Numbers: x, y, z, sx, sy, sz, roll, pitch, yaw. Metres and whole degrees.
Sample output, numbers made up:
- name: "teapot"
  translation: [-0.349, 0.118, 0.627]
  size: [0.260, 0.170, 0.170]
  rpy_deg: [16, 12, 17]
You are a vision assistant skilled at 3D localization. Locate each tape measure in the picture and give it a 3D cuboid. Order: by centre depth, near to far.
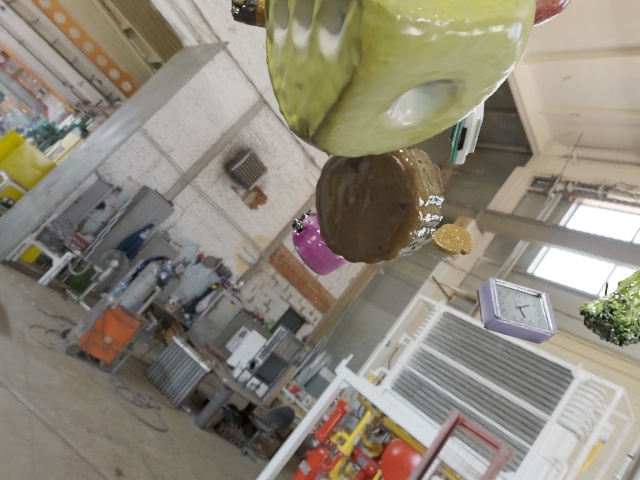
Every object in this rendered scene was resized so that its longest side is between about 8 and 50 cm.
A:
- name: "tape measure"
  translation: [0.000, 0.000, 1.577]
  size: [0.245, 0.149, 0.231]
  rpy_deg: [51, 16, -7]

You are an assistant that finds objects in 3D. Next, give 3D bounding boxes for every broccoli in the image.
- name: "broccoli"
  translation: [0.855, 0.146, 1.169]
  size: [0.146, 0.304, 0.165]
  rpy_deg: [40, 1, 8]

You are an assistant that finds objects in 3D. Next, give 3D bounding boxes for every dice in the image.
- name: "dice"
  translation: [0.073, -0.251, 0.505]
  size: [0.238, 0.227, 0.232]
  rpy_deg: [133, -59, -65]

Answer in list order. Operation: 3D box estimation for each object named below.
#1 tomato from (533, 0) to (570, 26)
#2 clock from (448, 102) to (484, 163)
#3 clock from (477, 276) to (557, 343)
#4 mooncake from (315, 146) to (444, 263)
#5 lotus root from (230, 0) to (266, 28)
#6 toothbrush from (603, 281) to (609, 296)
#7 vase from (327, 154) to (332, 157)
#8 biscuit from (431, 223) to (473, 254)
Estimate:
- name: "tomato"
  translation: [0.640, -0.799, 1.330]
  size: [0.271, 0.227, 0.270]
  rpy_deg: [10, -54, 15]
- name: "clock"
  translation: [0.648, -0.503, 1.917]
  size: [0.116, 0.231, 0.262]
  rpy_deg: [7, -46, 9]
- name: "clock"
  translation: [0.555, 0.197, 1.234]
  size: [0.194, 0.144, 0.073]
  rpy_deg: [16, -41, -8]
- name: "mooncake"
  translation: [0.152, -0.099, 1.128]
  size: [0.324, 0.323, 0.187]
  rpy_deg: [32, 24, 31]
- name: "lotus root"
  translation: [-0.025, -0.440, 0.873]
  size: [0.310, 0.182, 0.182]
  rpy_deg: [13, -15, 3]
- name: "toothbrush"
  translation: [0.851, 0.196, 1.309]
  size: [0.011, 0.014, 0.166]
  rpy_deg: [-106, -174, -63]
- name: "vase"
  translation: [0.102, -0.330, 1.949]
  size: [0.165, 0.165, 0.360]
  rpy_deg: [49, 17, -36]
- name: "biscuit"
  translation: [0.540, 0.007, 1.766]
  size: [0.170, 0.170, 0.050]
  rpy_deg: [33, -40, 28]
